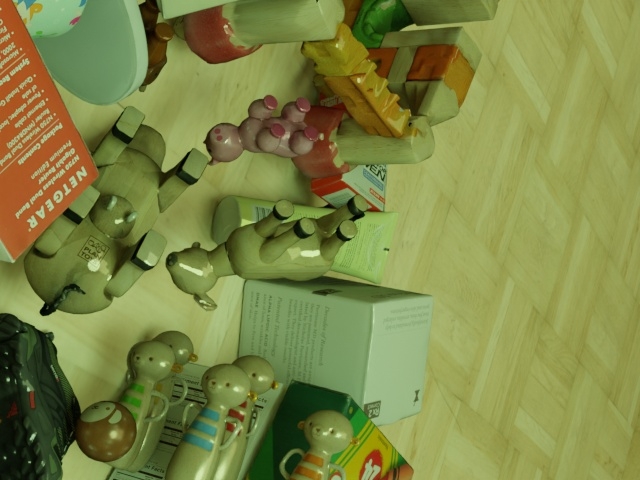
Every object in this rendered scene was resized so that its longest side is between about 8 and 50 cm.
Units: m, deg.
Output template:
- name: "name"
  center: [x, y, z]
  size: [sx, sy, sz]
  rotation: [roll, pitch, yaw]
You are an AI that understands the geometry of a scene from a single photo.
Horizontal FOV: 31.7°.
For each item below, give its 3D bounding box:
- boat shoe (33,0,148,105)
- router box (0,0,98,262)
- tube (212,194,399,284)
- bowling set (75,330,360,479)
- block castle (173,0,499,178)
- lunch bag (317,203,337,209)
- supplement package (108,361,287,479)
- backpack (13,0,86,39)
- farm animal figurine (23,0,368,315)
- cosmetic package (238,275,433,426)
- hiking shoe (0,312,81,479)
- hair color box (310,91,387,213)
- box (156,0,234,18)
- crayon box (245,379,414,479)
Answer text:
- name: "boat shoe"
  center: [-0.219, -0.259, 0.926]
  size: [0.306, 0.113, 0.105]
  rotation: [58, 30, -4]
- name: "router box"
  center: [-0.324, -0.146, 0.634]
  size: [0.082, 0.336, 0.301]
  rotation: [-53, 139, -35]
- name: "tube"
  center: [-0.011, -0.004, 1.324]
  size: [0.240, 0.070, 0.062]
  rotation: [9, 49, -35]
- name: "bowling set"
  center: [-0.120, 0.157, 1.053]
  size: [0.200, 0.287, 0.154]
  rotation: [44, 65, -56]
- name: "block castle"
  center: [0.040, -0.320, 1.277]
  size: [0.303, 0.213, 0.453]
  rotation: [47, 55, -44]
- name: "lunch bag"
  center: [0.000, 0.000, 1.412]
  size: [0.098, 0.065, 0.067]
  rotation: [-47, 114, -45]
- name: "supplement package"
  center: [-0.107, 0.274, 1.231]
  size: [0.203, 0.149, 0.194]
  rotation: [-61, 143, -29]
- name: "backpack"
  center: [-0.268, -0.236, 0.752]
  size: [0.191, 0.254, 0.225]
  rotation: [-24, 127, -44]
- name: "farm animal figurine"
  center: [-0.155, -0.039, 1.039]
  size: [0.330, 0.172, 0.327]
  rotation: [48, 48, -4]
- name: "cosmetic package"
  center: [0.017, 0.129, 1.359]
  size: [0.151, 0.184, 0.151]
  rotation: [-3, 100, -57]
- name: "hiking shoe"
  center: [-0.248, 0.179, 1.008]
  size: [0.114, 0.086, 0.226]
  rotation: [26, 52, -63]
- name: "hair color box"
  center: [0.040, -0.120, 1.405]
  size: [0.093, 0.053, 0.167]
  rotation: [34, 50, -43]
- name: "box"
  center: [-0.019, -0.323, 1.014]
  size: [0.121, 0.311, 0.148]
  rotation: [91, -21, -63]
- name: "crayon box"
  center: [-0.023, 0.332, 1.162]
  size: [0.318, 0.081, 0.202]
  rotation: [-65, 145, -22]
